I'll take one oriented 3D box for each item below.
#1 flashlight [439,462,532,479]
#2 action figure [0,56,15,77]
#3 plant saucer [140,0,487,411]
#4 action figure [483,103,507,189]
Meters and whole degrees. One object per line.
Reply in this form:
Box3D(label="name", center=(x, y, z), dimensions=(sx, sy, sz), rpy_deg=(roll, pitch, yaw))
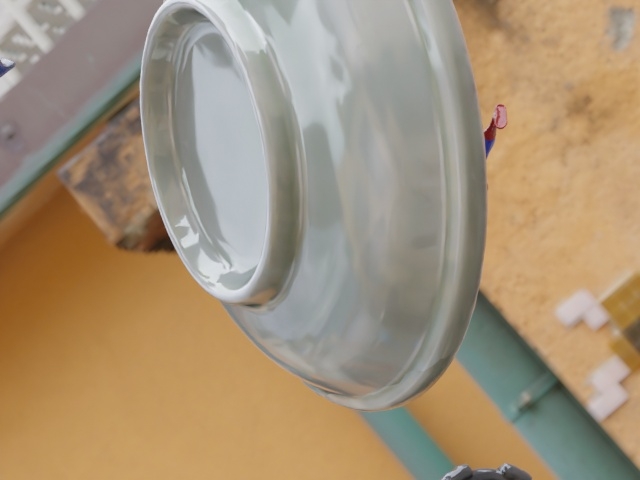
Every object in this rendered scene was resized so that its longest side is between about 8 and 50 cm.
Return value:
Box3D(label="flashlight", center=(0.081, 0.265, 1.072), dimensions=(0.103, 0.103, 0.304), rpy_deg=(-32, -15, -29))
Box3D(label="action figure", center=(-0.422, -0.099, 1.073), dimensions=(0.341, 0.330, 0.178), rpy_deg=(-35, 26, -27))
Box3D(label="plant saucer", center=(-0.038, -0.068, 0.959), dimensions=(0.101, 0.400, 0.400), rpy_deg=(-13, -22, -27))
Box3D(label="action figure", center=(0.088, -0.041, 0.885), dimensions=(0.115, 0.038, 0.030), rpy_deg=(101, 180, -54))
